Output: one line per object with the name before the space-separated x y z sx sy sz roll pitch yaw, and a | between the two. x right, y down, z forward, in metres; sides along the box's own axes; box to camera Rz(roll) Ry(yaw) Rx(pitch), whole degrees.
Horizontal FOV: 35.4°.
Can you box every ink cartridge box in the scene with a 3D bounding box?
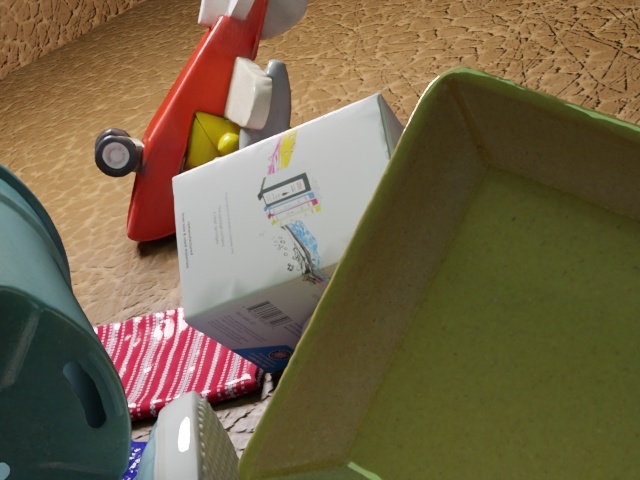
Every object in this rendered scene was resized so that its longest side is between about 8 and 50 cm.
ink cartridge box | 0.000 0.000 0.990 0.232 0.171 0.168 -20 58 18

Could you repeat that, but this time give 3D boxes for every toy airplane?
toy airplane | -0.122 -0.197 1.450 0.384 0.272 0.386 -41 22 44

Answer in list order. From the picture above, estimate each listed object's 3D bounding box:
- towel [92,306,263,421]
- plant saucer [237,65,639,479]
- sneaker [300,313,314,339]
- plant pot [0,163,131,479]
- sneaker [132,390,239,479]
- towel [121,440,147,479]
towel | -0.186 0.133 1.133 0.274 0.031 0.199 -14 27 14
plant saucer | 0.158 0.090 0.650 0.332 0.081 0.333 25 87 28
sneaker | 0.103 0.130 0.861 0.292 0.110 0.118 -5 46 32
plant pot | -0.319 0.108 0.787 0.341 0.341 0.334 -31 29 -19
sneaker | -0.127 0.257 0.690 0.150 0.135 0.366 -17 35 7
towel | -0.230 0.249 0.891 0.308 0.076 0.227 5 37 42
